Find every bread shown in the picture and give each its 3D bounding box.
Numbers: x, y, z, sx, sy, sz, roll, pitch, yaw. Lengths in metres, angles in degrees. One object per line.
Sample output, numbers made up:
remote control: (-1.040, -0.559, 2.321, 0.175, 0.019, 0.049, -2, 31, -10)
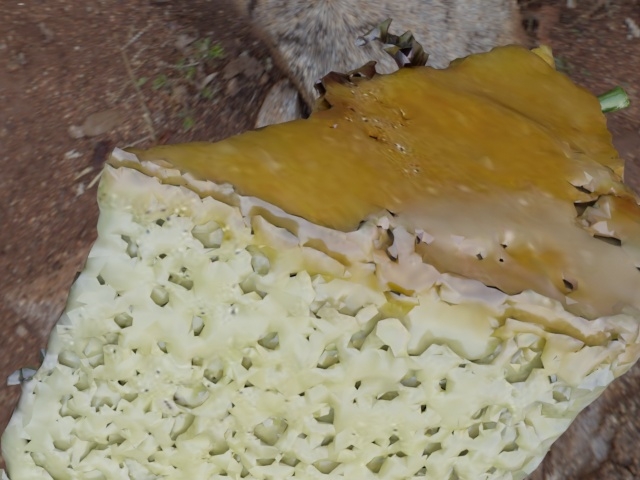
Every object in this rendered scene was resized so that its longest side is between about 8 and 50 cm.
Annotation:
bread: (0.000, 0.000, 0.601, 0.279, 0.315, 0.248, 17, 121, -17)

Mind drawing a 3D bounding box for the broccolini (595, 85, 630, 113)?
broccolini: (0.160, -0.072, 0.941, 0.239, 0.051, 0.054, -26, 58, -21)
